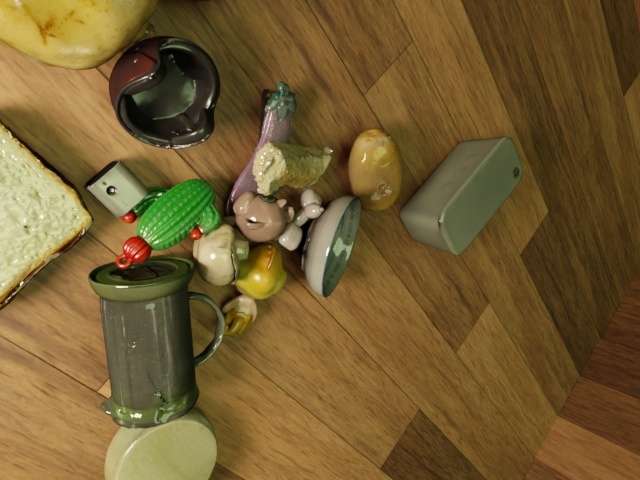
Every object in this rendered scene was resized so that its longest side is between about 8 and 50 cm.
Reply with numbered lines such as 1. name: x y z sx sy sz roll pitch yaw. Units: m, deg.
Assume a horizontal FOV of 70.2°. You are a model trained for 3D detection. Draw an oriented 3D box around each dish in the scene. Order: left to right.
1. dish: 0.000 0.000 1.193 0.273 0.133 0.273 18 90 -76

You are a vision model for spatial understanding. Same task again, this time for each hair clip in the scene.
1. hair clip: -0.137 -0.196 1.099 0.095 0.110 0.359 15 96 4

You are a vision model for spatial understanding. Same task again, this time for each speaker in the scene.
1. speaker: 0.447 -0.151 1.448 0.406 0.184 0.183 -46 122 -18

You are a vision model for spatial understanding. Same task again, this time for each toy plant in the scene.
1. toy plant: -0.329 -0.047 0.957 0.240 0.088 0.155 -24 69 -20

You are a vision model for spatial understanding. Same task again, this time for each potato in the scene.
1. potato: 0.154 -0.193 1.262 0.150 0.146 0.234 -1 121 9

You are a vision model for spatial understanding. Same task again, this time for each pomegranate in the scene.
1. pomegranate: -0.414 -0.437 0.723 0.332 0.332 0.333 -8 104 -34

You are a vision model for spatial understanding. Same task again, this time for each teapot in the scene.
1. teapot: -0.333 0.213 0.968 0.270 0.200 0.337 -10 107 -36

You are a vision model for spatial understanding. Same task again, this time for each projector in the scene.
1. projector: -0.409 -0.104 0.913 0.083 0.083 0.082 -48 122 -18

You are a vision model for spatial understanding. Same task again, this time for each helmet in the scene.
1. helmet: -0.300 -0.288 0.883 0.216 0.193 0.189 -48 139 -8

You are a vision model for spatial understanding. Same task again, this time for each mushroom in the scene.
1. mushroom: -0.223 0.026 1.028 0.122 0.154 0.154 -9 105 -21

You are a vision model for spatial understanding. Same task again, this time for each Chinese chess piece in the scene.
1. Chinese chess piece: -0.366 0.503 1.059 0.250 0.101 0.250 -8 104 -34

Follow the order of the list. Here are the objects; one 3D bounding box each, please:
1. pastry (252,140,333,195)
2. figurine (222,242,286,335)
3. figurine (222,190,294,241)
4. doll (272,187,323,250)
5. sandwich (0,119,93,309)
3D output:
1. pastry: -0.073 -0.169 1.073 0.258 0.089 0.122 -15 129 -56
2. figurine: -0.169 0.116 1.116 0.156 0.131 0.246 21 98 -22
3. figurine: -0.139 -0.056 1.049 0.138 0.125 0.125 -10 106 -37
4. doll: -0.058 -0.056 1.125 0.059 0.161 0.160 38 80 -33
5. sandwich: -0.591 -0.036 0.792 0.301 0.099 0.271 -49 128 -21
